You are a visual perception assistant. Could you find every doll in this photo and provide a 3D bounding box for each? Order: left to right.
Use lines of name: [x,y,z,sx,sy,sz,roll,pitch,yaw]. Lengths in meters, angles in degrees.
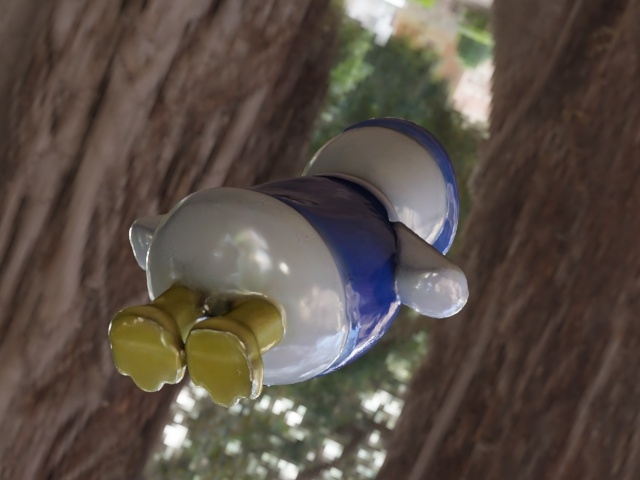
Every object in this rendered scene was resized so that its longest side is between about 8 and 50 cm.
doll: [0.000,0.000,0.409,0.098,0.058,0.143,8,-156,26]
